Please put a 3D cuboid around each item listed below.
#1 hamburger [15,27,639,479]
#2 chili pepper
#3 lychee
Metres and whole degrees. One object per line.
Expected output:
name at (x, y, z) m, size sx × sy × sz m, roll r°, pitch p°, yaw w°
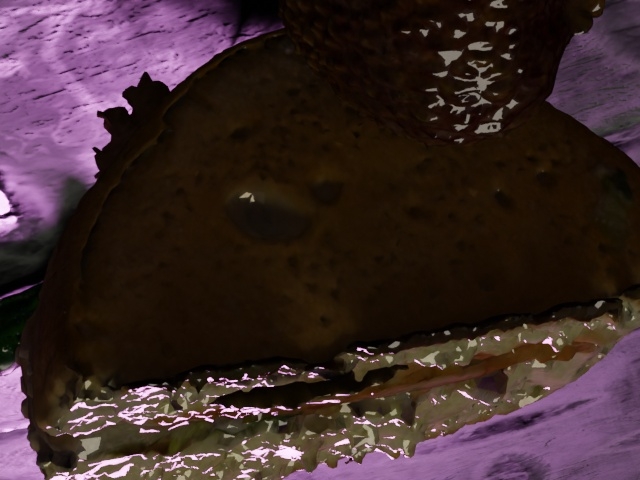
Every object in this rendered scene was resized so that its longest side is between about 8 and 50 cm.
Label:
hamburger at (0.000, 0.000, 1.178) m, size 0.445 × 0.287 × 0.268 m, roll -9°, pitch 157°, yaw -21°
chili pepper at (-0.255, 0.064, 1.464) m, size 0.279 × 0.065 × 0.122 m, roll -28°, pitch 145°, yaw 25°
lychee at (0.073, -0.147, 1.031) m, size 0.194 × 0.194 × 0.194 m, roll -12°, pitch 157°, yaw -5°
